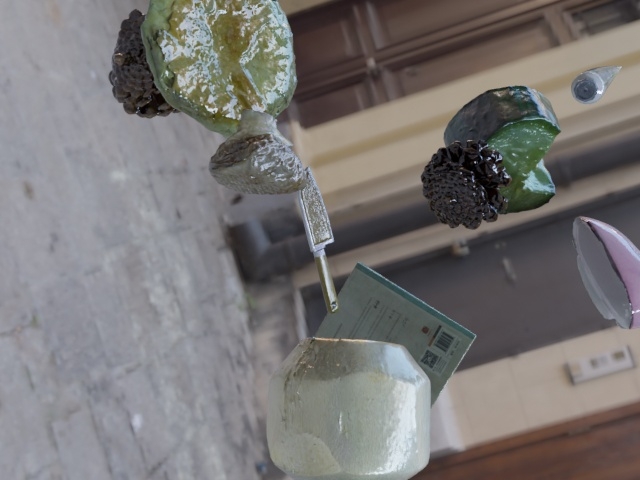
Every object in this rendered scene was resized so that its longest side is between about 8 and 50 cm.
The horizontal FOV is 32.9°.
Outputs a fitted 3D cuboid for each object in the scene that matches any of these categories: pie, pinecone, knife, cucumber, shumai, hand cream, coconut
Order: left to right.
[{"bbox_3d":[-0.286,-0.306,1.917,0.168,0.186,0.212,31,9,0],"label":"pinecone"},{"bbox_3d":[-0.159,-0.308,1.734,0.071,0.306,0.306,-14,-85,54],"label":"pie"},{"bbox_3d":[-0.092,-0.131,1.581,0.145,0.145,0.116,51,44,-69],"label":"shumai"},{"bbox_3d":[0.000,0.000,1.812,0.022,0.046,0.256,18,-55,62],"label":"knife"},{"bbox_3d":[0.038,0.272,1.600,0.245,0.245,0.247,41,52,-75],"label":"coconut"},{"bbox_3d":[0.222,-0.086,1.611,0.121,0.140,0.140,-57,137,-38],"label":"pinecone"},{"bbox_3d":[0.293,-0.149,1.748,0.130,0.191,0.191,-107,175,-48],"label":"cucumber"},{"bbox_3d":[0.373,-0.216,1.481,0.042,0.067,0.194,66,24,-5],"label":"hand cream"}]

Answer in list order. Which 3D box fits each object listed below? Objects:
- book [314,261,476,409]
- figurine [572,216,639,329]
[{"bbox_3d":[0.139,0.202,2.157,0.282,0.215,0.025,34,10,17],"label":"book"},{"bbox_3d":[0.537,-0.020,1.632,0.284,0.315,0.206,-123,-160,-65],"label":"figurine"}]
